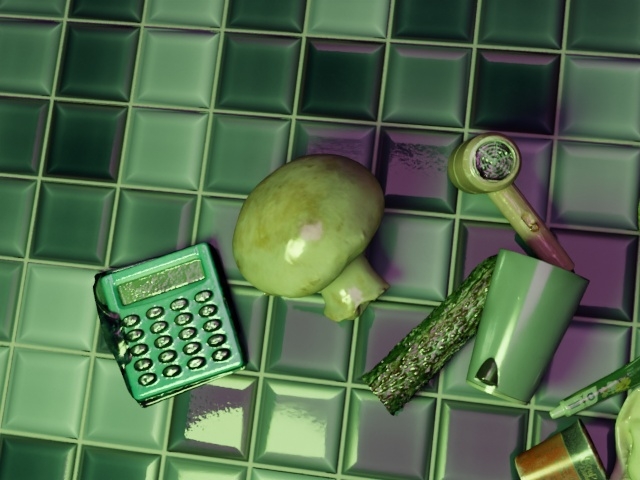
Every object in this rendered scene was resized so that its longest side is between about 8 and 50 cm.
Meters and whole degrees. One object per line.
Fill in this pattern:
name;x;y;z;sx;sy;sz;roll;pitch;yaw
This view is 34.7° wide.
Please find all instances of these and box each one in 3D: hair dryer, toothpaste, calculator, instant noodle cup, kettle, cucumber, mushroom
hair dryer;0.367;-0.043;1.823;0.106;0.189;0.344;-40;92;-2
toothpaste;0.499;0.265;1.811;0.204;0.031;0.049;-27;80;1
calculator;-0.285;0.156;1.932;0.248;0.058;0.274;-18;80;6
instant noodle cup;0.413;0.390;1.766;0.135;0.127;0.127;-26;78;12
kettle;0.353;0.156;1.768;0.160;0.210;0.243;21;92;31
cucumber;0.230;0.159;1.842;0.359;0.096;0.096;-43;78;-3
mushroom;0.000;0.000;1.840;0.297;0.297;0.290;-40;114;1

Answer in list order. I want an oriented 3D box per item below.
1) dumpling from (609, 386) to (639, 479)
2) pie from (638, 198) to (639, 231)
dumpling;0.606;0.405;1.730;0.243;0.187;0.318;-47;64;39
pie;0.711;-0.055;1.815;0.302;0.067;0.303;-1;82;7
